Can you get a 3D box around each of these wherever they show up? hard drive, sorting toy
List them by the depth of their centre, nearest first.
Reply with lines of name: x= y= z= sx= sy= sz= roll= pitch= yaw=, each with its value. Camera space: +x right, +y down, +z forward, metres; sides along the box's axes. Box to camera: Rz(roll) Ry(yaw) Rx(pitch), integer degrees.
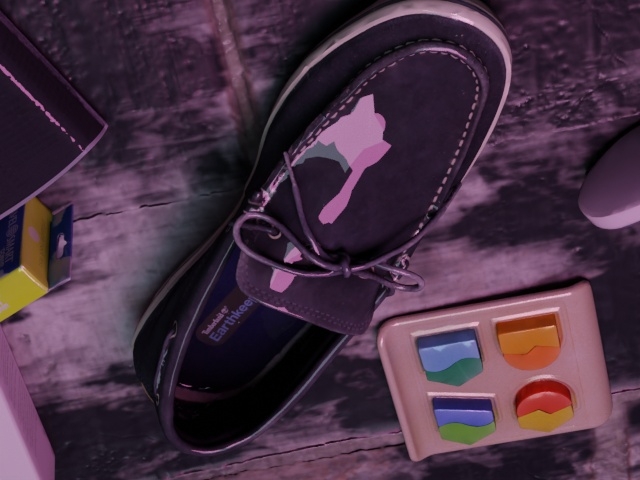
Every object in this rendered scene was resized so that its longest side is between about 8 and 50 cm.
hard drive: x=-0.323 y=-0.072 z=1.576 sx=0.254 sy=0.054 sz=0.172 roll=-28 pitch=128 yaw=17
sorting toy: x=0.171 y=0.133 z=1.826 sx=0.208 sy=0.038 sz=0.193 roll=-13 pitch=131 yaw=4

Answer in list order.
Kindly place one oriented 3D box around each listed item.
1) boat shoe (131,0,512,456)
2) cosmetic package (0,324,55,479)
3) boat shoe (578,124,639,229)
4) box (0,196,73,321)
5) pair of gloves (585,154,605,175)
boat shoe: x=0.000 y=0.000 z=1.615 sx=0.186 sy=0.156 sz=0.500 roll=25 pitch=122 yaw=-23
cosmetic package: x=-0.331 y=0.164 z=1.763 sx=0.117 sy=0.085 sz=0.231 roll=-10 pitch=133 yaw=2
boat shoe: x=0.351 y=-0.079 z=1.632 sx=0.267 sy=0.096 sz=0.088 roll=-35 pitch=126 yaw=9
box: x=-0.294 y=0.032 z=1.633 sx=0.178 sy=0.109 sz=0.042 roll=-30 pitch=126 yaw=18
pair of gloves: x=0.278 y=-0.051 z=1.697 sx=0.074 sy=0.010 sz=0.083 roll=-18 pitch=130 yaw=9
